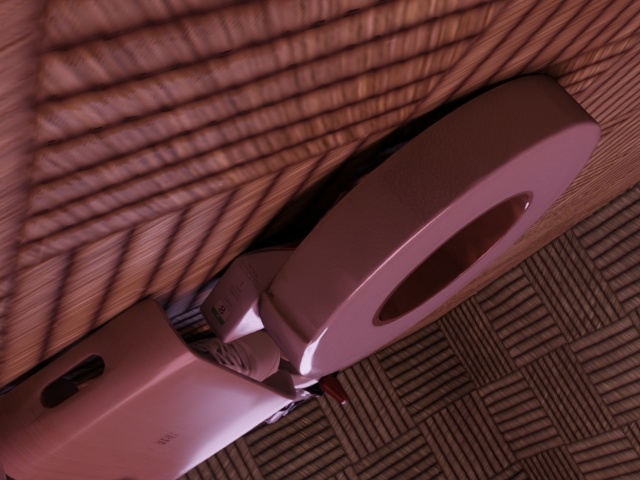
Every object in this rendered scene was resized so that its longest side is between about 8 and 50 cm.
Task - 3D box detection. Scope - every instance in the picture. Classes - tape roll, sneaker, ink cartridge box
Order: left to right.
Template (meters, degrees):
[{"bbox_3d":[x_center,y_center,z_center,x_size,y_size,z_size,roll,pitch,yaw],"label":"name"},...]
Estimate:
[{"bbox_3d":[-0.149,0.172,1.134,0.292,0.110,0.118,-19,155,-47],"label":"sneaker"},{"bbox_3d":[0.000,0.000,0.899,0.181,0.056,0.224,-16,150,-50],"label":"ink cartridge box"},{"bbox_3d":[0.113,-0.005,0.907,0.392,0.072,0.392,-36,164,-12],"label":"tape roll"}]

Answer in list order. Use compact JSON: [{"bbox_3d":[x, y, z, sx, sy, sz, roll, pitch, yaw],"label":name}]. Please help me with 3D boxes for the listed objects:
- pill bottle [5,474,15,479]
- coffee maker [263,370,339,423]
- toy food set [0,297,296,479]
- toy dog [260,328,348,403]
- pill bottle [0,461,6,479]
[{"bbox_3d":[-0.336,0.300,1.111,0.136,0.136,0.246,-35,168,24],"label":"pill bottle"},{"bbox_3d":[-0.046,0.272,1.780,0.171,0.120,0.178,-20,166,-45],"label":"coffee maker"},{"bbox_3d":[-0.179,0.172,0.949,0.220,0.092,0.306,-35,151,8],"label":"toy food set"},{"bbox_3d":[-0.089,0.226,1.354,0.334,0.161,0.220,-37,167,31],"label":"toy dog"},{"bbox_3d":[-0.397,0.255,0.789,0.221,0.121,0.121,-33,169,16],"label":"pill bottle"}]
